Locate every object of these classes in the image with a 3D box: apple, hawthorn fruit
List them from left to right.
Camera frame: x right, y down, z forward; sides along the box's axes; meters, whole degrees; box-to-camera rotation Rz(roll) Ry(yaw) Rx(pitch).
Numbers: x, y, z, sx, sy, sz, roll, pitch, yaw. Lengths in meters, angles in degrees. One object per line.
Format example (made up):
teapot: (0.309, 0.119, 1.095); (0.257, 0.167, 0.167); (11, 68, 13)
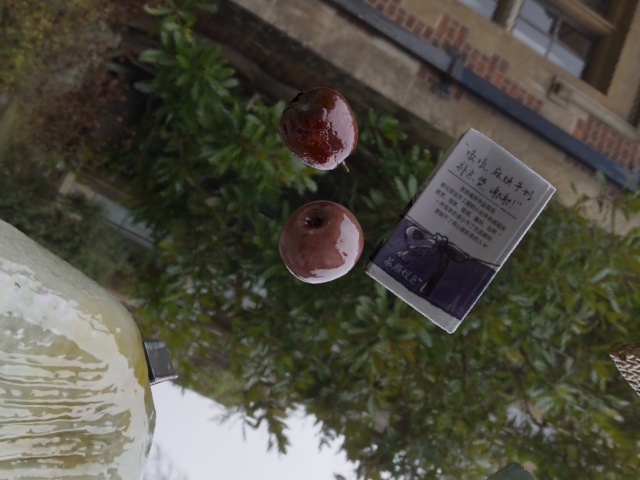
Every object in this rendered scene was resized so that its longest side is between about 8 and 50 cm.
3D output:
apple: (0.000, 0.000, 1.416); (0.153, 0.153, 0.120); (-90, 167, -50)
hawthorn fruit: (0.005, -0.199, 1.493); (0.148, 0.172, 0.148); (-40, -169, 9)

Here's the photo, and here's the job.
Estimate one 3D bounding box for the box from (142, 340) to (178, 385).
box: (-0.258, 0.184, 1.196); (0.060, 0.063, 0.084); (-20, 170, 12)

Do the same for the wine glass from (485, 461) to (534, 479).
wine glass: (0.249, 0.546, 1.364); (0.309, 0.264, 0.096); (-34, -139, -15)

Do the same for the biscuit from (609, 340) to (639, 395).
biscuit: (0.534, 0.222, 1.236); (0.033, 0.144, 0.224); (-31, -178, -8)

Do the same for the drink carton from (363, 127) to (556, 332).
drink carton: (0.171, -0.015, 1.015); (0.222, 0.134, 0.102); (-54, 179, 3)

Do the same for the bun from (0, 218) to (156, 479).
bun: (-0.314, 0.140, 0.615); (0.219, 0.365, 0.365); (34, -84, 50)
